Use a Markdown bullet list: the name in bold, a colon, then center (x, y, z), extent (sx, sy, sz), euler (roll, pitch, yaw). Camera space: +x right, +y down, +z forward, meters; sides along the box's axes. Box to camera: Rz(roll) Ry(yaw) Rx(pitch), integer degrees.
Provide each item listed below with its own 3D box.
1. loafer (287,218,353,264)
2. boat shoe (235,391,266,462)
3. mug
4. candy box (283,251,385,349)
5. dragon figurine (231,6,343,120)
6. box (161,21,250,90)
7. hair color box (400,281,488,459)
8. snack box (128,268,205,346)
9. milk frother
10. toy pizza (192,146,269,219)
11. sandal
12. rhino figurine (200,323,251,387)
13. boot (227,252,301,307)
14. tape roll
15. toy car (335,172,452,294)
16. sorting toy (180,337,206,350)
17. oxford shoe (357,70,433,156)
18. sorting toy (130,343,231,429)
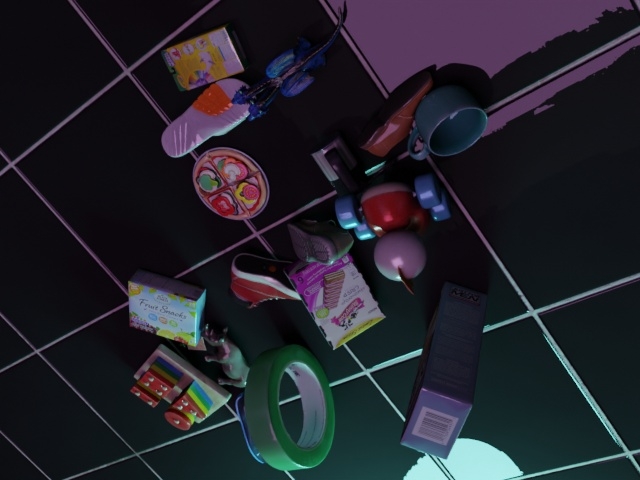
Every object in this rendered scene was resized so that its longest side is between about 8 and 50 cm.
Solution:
- **loafer**: center (0.000, 0.000, 1.685), extent (0.251, 0.088, 0.094), euler (25, 133, 61)
- **boat shoe**: center (-0.177, 0.570, 2.164), extent (0.089, 0.109, 0.258), euler (-9, 121, 20)
- **mug**: center (0.244, -0.245, 1.455), extent (0.158, 0.097, 0.129), euler (-19, 146, -7)
- **candy box**: center (0.036, 0.130, 1.773), extent (0.159, 0.071, 0.233), euler (-32, 112, -4)
- **dragon figurine**: center (-0.057, -0.352, 1.488), extent (0.289, 0.144, 0.085), euler (-29, 109, 32)
- **box**: center (-0.257, -0.401, 1.592), extent (0.179, 0.043, 0.105), euler (-12, 117, 23)
- **hair color box**: center (0.286, 0.284, 1.641), extent (0.114, 0.374, 0.185), euler (18, 126, 7)
- **snack box**: center (-0.430, 0.188, 2.023), extent (0.207, 0.070, 0.174), euler (16, 126, 8)
- **milk frother**: center (0.075, -0.179, 1.598), extent (0.143, 0.129, 0.134), euler (-39, 109, -10)
- **toy pizza**: center (-0.223, -0.133, 1.761), extent (0.202, 0.032, 0.201), euler (9, 125, 14)
- **sandal**: center (-0.252, -0.282, 1.646), extent (0.265, 0.076, 0.101), euler (-28, 92, 24)
- **rhino figurine**: center (-0.268, 0.326, 2.053), extent (0.106, 0.073, 0.243), euler (-6, 122, 30)
- **boot**: center (-0.118, 0.132, 1.878), extent (0.245, 0.088, 0.176), euler (17, 140, 0)
- **tape roll**: center (-0.076, 0.439, 1.906), extent (0.077, 0.321, 0.321), euler (-17, 115, 29)
- **toy car**: center (0.173, 0.007, 1.552), extent (0.219, 0.210, 0.237), euler (-14, 73, 18)
- **sorting toy**: center (-0.378, 0.297, 2.111), extent (0.083, 0.012, 0.062), euler (0, 127, 15)
- **oxford shoe**: center (0.171, -0.264, 1.515), extent (0.076, 0.076, 0.212), euler (28, 121, -25)
- **sorting toy**: center (-0.434, 0.458, 2.153), extent (0.255, 0.089, 0.257), euler (38, 140, -7)
